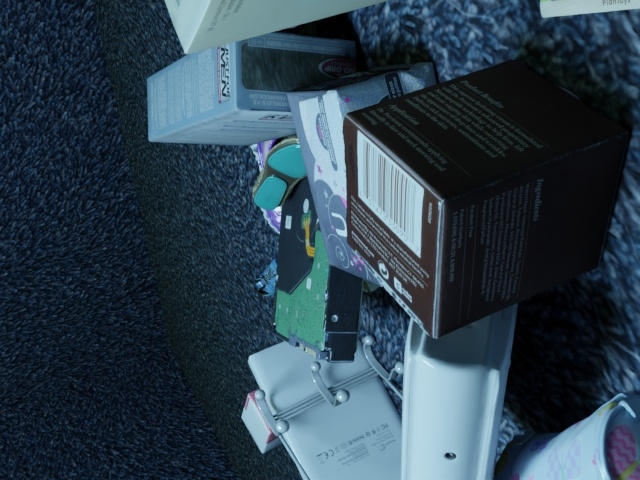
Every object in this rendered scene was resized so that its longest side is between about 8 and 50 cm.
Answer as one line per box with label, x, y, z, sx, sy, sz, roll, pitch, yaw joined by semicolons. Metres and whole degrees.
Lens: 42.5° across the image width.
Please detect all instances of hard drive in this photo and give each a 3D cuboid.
hard drive;0.027;0.306;1.454;0.307;0.203;0.040;61;159;23
hard drive;0.000;0.000;1.271;0.237;0.064;0.338;-169;84;-68

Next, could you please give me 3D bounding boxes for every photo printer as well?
photo printer;0.158;0.157;0.941;0.256;0.107;0.307;-68;-19;-47

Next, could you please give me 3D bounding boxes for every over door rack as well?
over door rack;0.062;0.305;1.318;0.324;0.240;0.108;52;159;43

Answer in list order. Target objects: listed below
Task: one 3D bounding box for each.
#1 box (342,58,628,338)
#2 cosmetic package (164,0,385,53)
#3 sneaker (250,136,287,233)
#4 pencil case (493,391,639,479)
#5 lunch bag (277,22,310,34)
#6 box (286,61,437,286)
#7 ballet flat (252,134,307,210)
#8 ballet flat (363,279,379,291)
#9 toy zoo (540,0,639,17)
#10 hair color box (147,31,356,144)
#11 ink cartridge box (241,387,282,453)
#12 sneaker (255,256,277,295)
box;0.149;-0.045;0.793;0.168;0.203;0.167;50;152;45
cosmetic package;0.008;-0.288;0.778;0.113;0.310;0.160;70;162;1
sneaker;-0.056;-0.111;1.451;0.105;0.095;0.236;9;117;59
pencil case;0.280;0.245;0.866;0.273;0.114;0.124;119;157;-65
lunch bag;-0.077;-0.395;1.076;0.256;0.213;0.305;55;164;-9
box;0.072;-0.087;1.048;0.163;0.142;0.247;21;128;65
ballet flat;-0.052;-0.119;1.252;0.206;0.073;0.067;-42;25;55
ballet flat;0.075;0.041;1.278;0.077;0.077;0.231;53;158;0
toy zoo;0.215;-0.321;0.612;0.192;0.030;0.293;23;130;64
hair color box;-0.118;-0.218;1.244;0.374;0.185;0.113;1;92;61
ink cartridge box;-0.032;0.308;1.591;0.092;0.218;0.158;57;157;19
sneaker;-0.103;0.086;1.780;0.063;0.073;0.162;63;159;21
